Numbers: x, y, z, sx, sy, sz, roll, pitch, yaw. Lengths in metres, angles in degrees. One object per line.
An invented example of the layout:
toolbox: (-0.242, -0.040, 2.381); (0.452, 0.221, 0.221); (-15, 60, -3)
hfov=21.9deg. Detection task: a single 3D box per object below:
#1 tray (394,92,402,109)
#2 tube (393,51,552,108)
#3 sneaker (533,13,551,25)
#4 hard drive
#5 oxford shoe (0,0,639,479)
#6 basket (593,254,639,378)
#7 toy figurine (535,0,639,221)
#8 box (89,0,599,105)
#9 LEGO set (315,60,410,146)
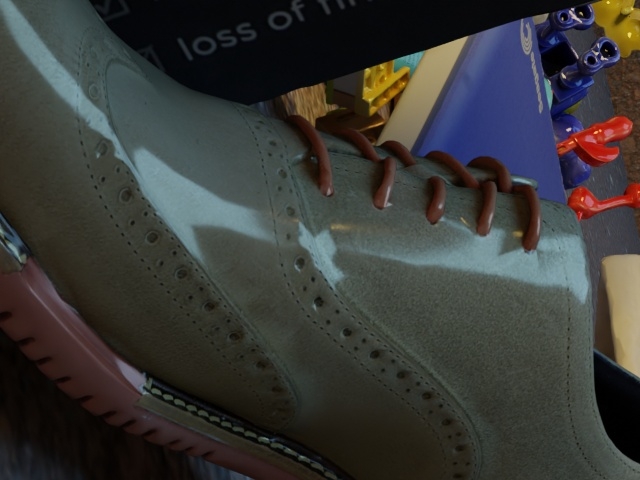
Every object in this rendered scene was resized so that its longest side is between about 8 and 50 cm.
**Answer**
tray: (0.149, 0.088, 1.271); (0.203, 0.076, 0.411); (-85, 157, -53)
tube: (0.066, -0.121, 1.092); (0.207, 0.052, 0.080); (22, 44, -36)
sneaker: (0.190, -0.241, 1.606); (0.330, 0.146, 0.122); (60, 19, -49)
hard drive: (0.078, 0.011, 0.941); (0.319, 0.040, 0.210); (-62, 144, -48)
oxford shoe: (0.000, 0.000, 0.545); (0.397, 0.146, 0.140); (44, 18, -39)
basket: (0.393, 0.223, 1.537); (0.328, 0.266, 0.331); (84, 4, -49)
toy figurine: (0.145, -0.150, 1.436); (0.363, 0.191, 0.217); (57, -25, 5)
box: (0.046, -0.337, 0.483); (0.472, 0.479, 0.297); (60, 19, -47)
LEGO set: (-0.024, -0.137, 0.862); (0.132, 0.107, 0.287); (-62, 156, -15)
